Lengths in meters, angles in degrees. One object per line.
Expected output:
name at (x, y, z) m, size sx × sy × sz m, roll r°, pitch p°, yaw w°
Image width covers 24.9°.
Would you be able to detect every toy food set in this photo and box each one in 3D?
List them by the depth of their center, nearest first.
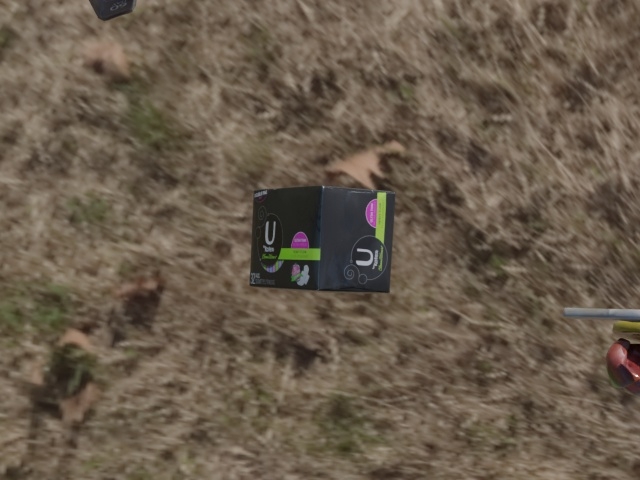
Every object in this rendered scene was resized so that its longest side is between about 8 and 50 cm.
toy food set at (0.263, 0.098, 0.989) m, size 0.128 × 0.217 × 0.071 m, roll 0°, pitch 79°, yaw 53°

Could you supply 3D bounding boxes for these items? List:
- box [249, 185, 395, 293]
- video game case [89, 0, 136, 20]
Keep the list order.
box at (0.000, 0.000, 0.863) m, size 0.083 × 0.052 × 0.062 m, roll -1°, pitch 86°, yaw 59°
video game case at (-0.118, -0.252, 0.656) m, size 0.026 × 0.274 × 0.196 m, roll -21°, pitch 73°, yaw -22°
